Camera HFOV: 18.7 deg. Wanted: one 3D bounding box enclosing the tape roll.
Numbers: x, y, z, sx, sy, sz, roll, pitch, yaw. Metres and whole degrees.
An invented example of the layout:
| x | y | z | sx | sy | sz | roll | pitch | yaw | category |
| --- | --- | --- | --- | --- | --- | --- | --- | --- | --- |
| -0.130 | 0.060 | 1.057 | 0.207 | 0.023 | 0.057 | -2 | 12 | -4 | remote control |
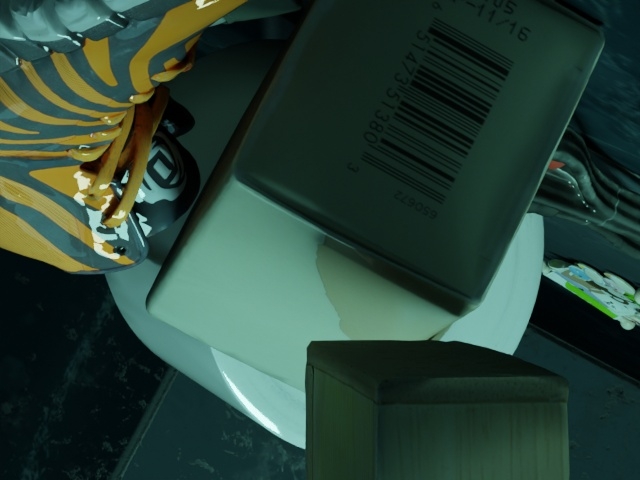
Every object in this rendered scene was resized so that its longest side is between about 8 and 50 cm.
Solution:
| x | y | z | sx | sy | sz | roll | pitch | yaw | category |
| --- | --- | --- | --- | --- | --- | --- | --- | --- | --- |
| 0.000 | 0.000 | 1.259 | 0.246 | 0.246 | 0.169 | 30 | 177 | -32 | tape roll |

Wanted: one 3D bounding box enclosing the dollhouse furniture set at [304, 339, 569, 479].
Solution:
| x | y | z | sx | sy | sz | roll | pitch | yaw | category |
| --- | --- | --- | --- | --- | --- | --- | --- | --- | --- |
| 0.199 | 0.171 | 0.763 | 0.394 | 0.257 | 0.362 | 0 | -178 | -10 | dollhouse furniture set |

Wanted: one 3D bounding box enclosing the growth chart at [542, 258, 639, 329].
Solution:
| x | y | z | sx | sy | sz | roll | pitch | yaw | category |
| --- | --- | --- | --- | --- | --- | --- | --- | --- | --- |
| 0.298 | 0.062 | 1.871 | 0.172 | 0.021 | 0.237 | 30 | 176 | -23 | growth chart |

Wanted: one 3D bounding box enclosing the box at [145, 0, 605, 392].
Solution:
| x | y | z | sx | sy | sz | roll | pitch | yaw | category |
| --- | --- | --- | --- | --- | --- | --- | --- | --- | --- |
| 0.012 | -0.026 | 0.954 | 0.121 | 0.148 | 0.311 | 28 | 165 | -5 | box |

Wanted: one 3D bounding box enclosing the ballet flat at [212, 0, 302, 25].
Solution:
| x | y | z | sx | sy | sz | roll | pitch | yaw | category |
| --- | --- | --- | --- | --- | --- | --- | --- | --- | --- |
| -0.109 | -0.162 | 1.171 | 0.213 | 0.068 | 0.072 | 27 | 178 | 21 | ballet flat |

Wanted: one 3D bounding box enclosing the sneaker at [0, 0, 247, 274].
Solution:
| x | y | z | sx | sy | sz | roll | pitch | yaw | category |
| --- | --- | --- | --- | --- | --- | --- | --- | --- | --- |
| -0.092 | -0.084 | 0.896 | 0.321 | 0.125 | 0.180 | -11 | 139 | 42 | sneaker |

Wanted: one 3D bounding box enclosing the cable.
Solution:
| x | y | z | sx | sy | sz | roll | pitch | yaw | category |
| --- | --- | --- | --- | --- | --- | --- | --- | --- | --- |
| 0.152 | -0.046 | 1.157 | 0.287 | 0.072 | 0.139 | 15 | 168 | -34 | cable |
